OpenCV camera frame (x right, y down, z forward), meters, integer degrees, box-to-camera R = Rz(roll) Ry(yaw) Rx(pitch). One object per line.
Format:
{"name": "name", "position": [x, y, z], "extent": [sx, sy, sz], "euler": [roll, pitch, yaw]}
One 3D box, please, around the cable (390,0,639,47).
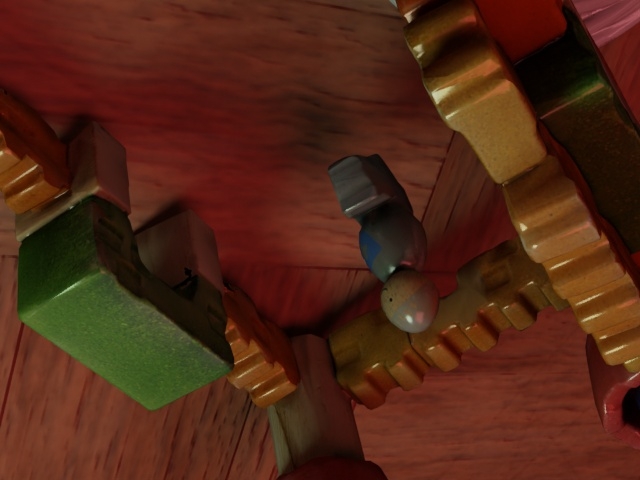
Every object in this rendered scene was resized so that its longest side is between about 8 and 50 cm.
{"name": "cable", "position": [0.121, -0.220, 0.635], "extent": [0.257, 0.089, 0.257], "euler": [28, 104, -40]}

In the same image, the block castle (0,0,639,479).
{"name": "block castle", "position": [0.000, 0.000, 0.564], "extent": [0.303, 0.213, 0.453], "euler": [-30, 134, 16]}
